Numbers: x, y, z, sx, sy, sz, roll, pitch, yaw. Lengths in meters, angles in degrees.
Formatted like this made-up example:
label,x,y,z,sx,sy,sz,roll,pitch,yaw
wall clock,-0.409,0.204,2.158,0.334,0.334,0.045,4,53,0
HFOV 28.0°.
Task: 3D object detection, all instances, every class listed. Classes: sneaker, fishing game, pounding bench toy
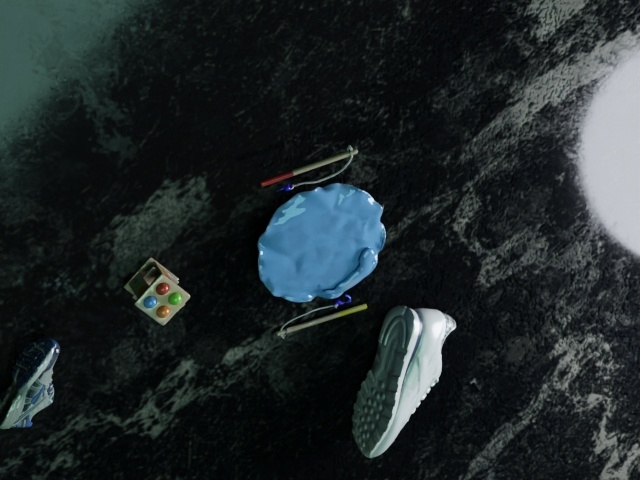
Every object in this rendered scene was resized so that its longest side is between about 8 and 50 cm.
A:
label,x,y,z,sx,sy,sz,roll,pitch,yaw
sneaker,0.119,0.206,1.824,0.095,0.090,0.235,8,111,-37
fishing game,0.000,0.000,1.700,0.189,0.041,0.264,-20,128,-15
pounding bench toy,-0.195,0.073,1.626,0.052,0.065,0.083,-48,123,1
sneaker,-0.359,0.181,1.616,0.058,0.052,0.135,20,111,-41
